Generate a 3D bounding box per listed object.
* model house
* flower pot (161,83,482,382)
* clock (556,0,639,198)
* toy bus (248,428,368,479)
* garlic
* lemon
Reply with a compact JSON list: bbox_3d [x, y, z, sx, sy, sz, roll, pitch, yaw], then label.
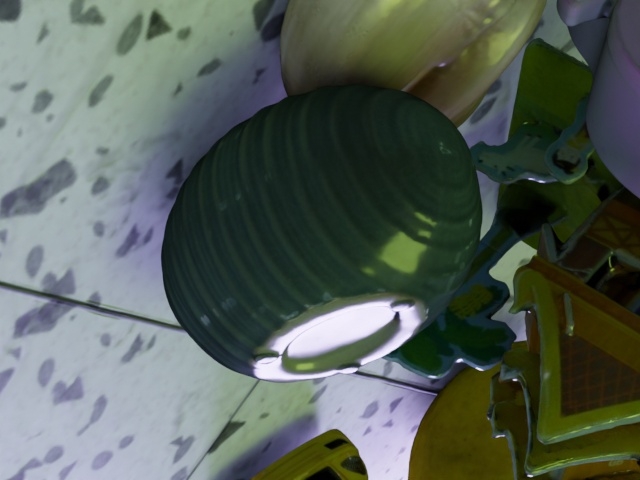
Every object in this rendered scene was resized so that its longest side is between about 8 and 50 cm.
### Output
[{"bbox_3d":[0.197,0.054,1.227,0.313,0.357,0.242,-40,153,-34],"label":"model house"},{"bbox_3d":[0.000,0.000,1.061,0.189,0.157,0.243,11,145,-40],"label":"flower pot"},{"bbox_3d":[0.328,-0.144,1.190,0.338,0.338,0.102,-27,146,-33],"label":"clock"},{"bbox_3d":[-0.008,0.331,1.475,0.145,0.151,0.331,-28,145,-27],"label":"toy bus"},{"bbox_3d":[0.078,-0.159,1.083,0.217,0.110,0.228,2,123,-49],"label":"garlic"},{"bbox_3d":[0.215,0.223,1.558,0.267,0.267,0.267,-33,146,-26],"label":"lemon"}]
